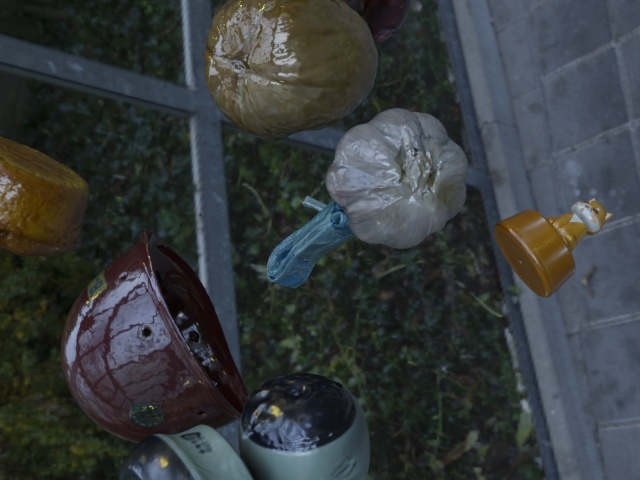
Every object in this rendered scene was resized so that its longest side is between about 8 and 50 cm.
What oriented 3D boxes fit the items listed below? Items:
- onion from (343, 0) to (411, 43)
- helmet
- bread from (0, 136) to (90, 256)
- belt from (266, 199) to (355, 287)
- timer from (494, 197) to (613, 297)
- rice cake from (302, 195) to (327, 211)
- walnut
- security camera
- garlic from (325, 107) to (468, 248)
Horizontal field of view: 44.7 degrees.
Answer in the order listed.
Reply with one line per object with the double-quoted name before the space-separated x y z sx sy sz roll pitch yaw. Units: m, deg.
"onion" 0.052 -0.559 1.647 0.314 0.232 0.314 36 143 33
"helmet" -0.279 0.174 1.224 0.230 0.338 0.385 -31 21 -3
"bread" -0.580 -0.085 1.455 0.312 0.312 0.172 37 104 53
"belt" 0.000 0.000 1.444 0.302 0.072 0.087 -40 34 44
"timer" 0.355 -0.010 1.146 0.152 0.132 0.132 -34 43 -2
"rice cake" 0.018 -0.064 1.728 0.021 0.121 0.022 107 -172 -78
"walnut" -0.048 -0.305 1.307 0.277 0.313 0.252 -9 100 34
"security camera" -0.062 0.265 0.875 0.197 0.277 0.191 19 123 51
"garlic" 0.126 -0.097 1.210 0.152 0.227 0.228 -137 62 -71
